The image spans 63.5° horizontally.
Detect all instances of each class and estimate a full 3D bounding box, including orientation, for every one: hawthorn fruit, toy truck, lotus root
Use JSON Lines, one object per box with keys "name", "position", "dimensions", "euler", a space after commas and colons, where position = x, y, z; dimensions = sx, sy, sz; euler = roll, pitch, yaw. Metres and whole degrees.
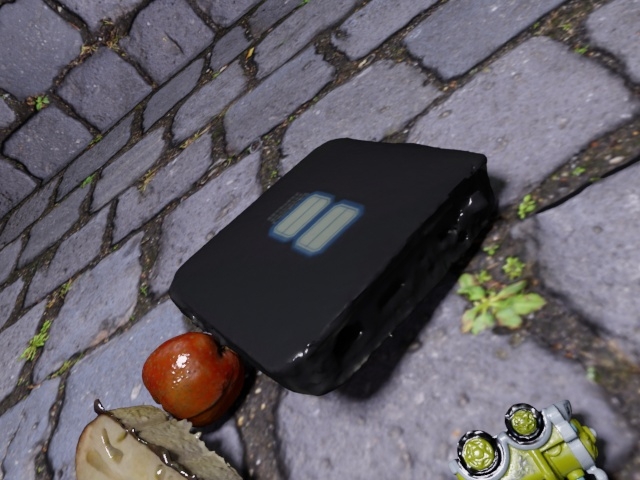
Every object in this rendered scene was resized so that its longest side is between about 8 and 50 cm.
{"name": "hawthorn fruit", "position": [-0.161, 0.173, 0.665], "dimensions": [0.128, 0.128, 0.128], "euler": [-25, 41, 24]}
{"name": "toy truck", "position": [0.164, 0.175, 0.403], "dimensions": [0.111, 0.076, 0.076], "euler": [-34, 55, 10]}
{"name": "lotus root", "position": [-0.169, 0.287, 0.557], "dimensions": [0.261, 0.074, 0.170], "euler": [31, 95, 29]}

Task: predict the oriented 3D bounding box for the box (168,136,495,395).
{"name": "box", "position": [0.000, 0.000, 0.662], "dimensions": [0.359, 0.091, 0.350], "euler": [-43, 33, -20]}
